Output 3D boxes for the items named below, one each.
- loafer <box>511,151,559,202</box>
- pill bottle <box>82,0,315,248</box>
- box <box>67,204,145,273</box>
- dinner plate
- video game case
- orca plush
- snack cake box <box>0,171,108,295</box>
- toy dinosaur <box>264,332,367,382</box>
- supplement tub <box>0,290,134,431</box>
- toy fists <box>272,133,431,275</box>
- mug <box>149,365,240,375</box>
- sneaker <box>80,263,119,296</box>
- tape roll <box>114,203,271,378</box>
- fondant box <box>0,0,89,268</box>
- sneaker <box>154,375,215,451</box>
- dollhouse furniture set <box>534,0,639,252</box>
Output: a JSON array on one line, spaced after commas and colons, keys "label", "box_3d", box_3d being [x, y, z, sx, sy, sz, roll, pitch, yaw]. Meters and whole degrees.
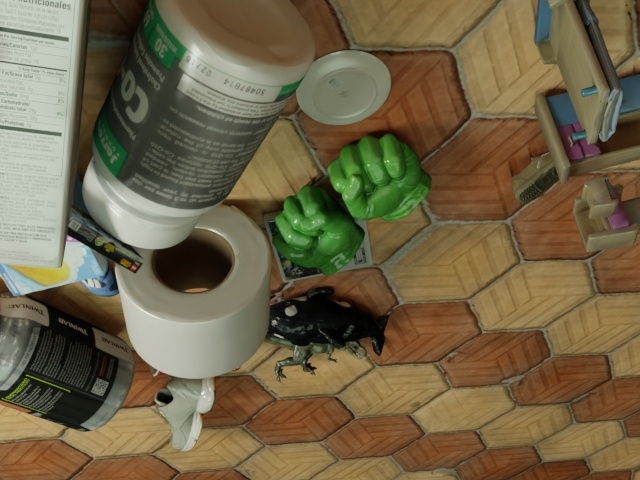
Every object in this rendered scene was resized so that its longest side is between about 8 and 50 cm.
[{"label": "loafer", "box_3d": [0.378, -0.125, 1.330, 0.148, 0.050, 0.056, -36, 141, 7]}, {"label": "pill bottle", "box_3d": [-0.175, -0.160, 1.038, 0.204, 0.204, 0.361, 14, 136, -27]}, {"label": "box", "box_3d": [-0.317, -0.011, 1.109, 0.027, 0.094, 0.137, -52, 135, -1]}, {"label": "dinner plate", "box_3d": [0.035, -0.217, 1.165, 0.141, 0.017, 0.141, -6, 140, -5]}, {"label": "video game case", "box_3d": [0.000, 0.000, 1.425, 0.173, 0.022, 0.190, -12, 143, 1]}, {"label": "orca plush", "box_3d": [0.024, 0.191, 1.580, 0.287, 0.102, 0.151, 27, 115, -36]}, {"label": "snack cake box", "box_3d": [-0.429, -0.054, 1.165, 0.152, 0.089, 0.264, -13, 128, 6]}, {"label": "toy dinosaur", "box_3d": [-0.042, 0.238, 1.684, 0.268, 0.064, 0.118, 6, 124, -18]}, {"label": "supplement tub", "box_3d": [-0.512, 0.214, 1.443, 0.193, 0.194, 0.316, -30, 138, 24]}, {"label": "toy fists", "box_3d": [0.042, -0.056, 1.285, 0.142, 0.096, 0.279, 37, 117, -29]}, {"label": "mug", "box_3d": [-0.249, 0.204, 1.584, 0.169, 0.150, 0.113, 4, 104, -23]}, {"label": "sneaker", "box_3d": [-0.387, 0.050, 1.379, 0.059, 0.053, 0.144, -26, 140, 17]}, {"label": "tape roll", "box_3d": [-0.202, 0.079, 1.301, 0.246, 0.246, 0.169, -3, 141, -8]}, {"label": "fondant box", "box_3d": [-0.317, -0.171, 0.898, 0.096, 0.238, 0.331, 7, 121, -17]}, {"label": "sneaker", "box_3d": [-0.316, 0.374, 1.781, 0.121, 0.099, 0.263, 12, 130, -15]}, {"label": "dollhouse furniture set", "box_3d": [0.423, -0.189, 1.064, 0.198, 0.287, 0.303, -14, 153, 6]}]
